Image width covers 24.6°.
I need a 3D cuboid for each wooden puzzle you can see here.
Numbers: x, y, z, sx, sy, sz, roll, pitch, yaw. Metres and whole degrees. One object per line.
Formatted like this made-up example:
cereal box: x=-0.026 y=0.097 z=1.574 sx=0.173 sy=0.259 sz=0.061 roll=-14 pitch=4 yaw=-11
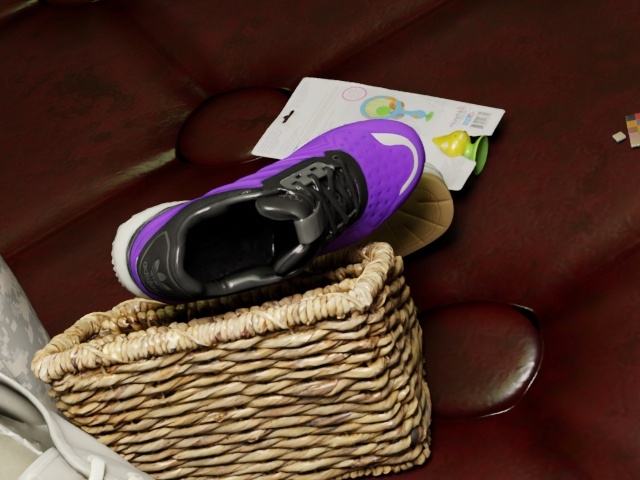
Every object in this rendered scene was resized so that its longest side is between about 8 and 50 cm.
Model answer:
wooden puzzle: x=0.338 y=-0.115 z=1.487 sx=0.083 sy=0.006 sz=0.049 roll=-12 pitch=41 yaw=12

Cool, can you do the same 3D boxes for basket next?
basket: x=-0.069 y=0.081 z=1.290 sx=0.299 sy=0.223 sz=0.213 roll=-13 pitch=41 yaw=12

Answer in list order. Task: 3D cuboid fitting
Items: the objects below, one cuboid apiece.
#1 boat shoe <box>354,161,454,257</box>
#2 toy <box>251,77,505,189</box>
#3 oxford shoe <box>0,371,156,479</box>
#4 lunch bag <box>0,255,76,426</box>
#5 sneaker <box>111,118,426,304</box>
boat shoe: x=0.000 y=0.000 z=1.457 sx=0.277 sy=0.098 sz=0.096 roll=-22 pitch=22 yaw=8
toy: x=0.064 y=-0.100 z=1.560 sx=0.237 sy=0.056 sz=0.137 roll=9 pitch=45 yaw=26
oxford shoe: x=-0.158 y=0.232 z=1.094 sx=0.449 sy=0.130 sz=0.169 roll=30 pitch=46 yaw=12
lunch bag: x=-0.347 y=0.116 z=1.322 sx=0.212 sy=0.305 sz=0.256 roll=-42 pitch=38 yaw=-24
sneaker: x=-0.019 y=-0.019 z=1.226 sx=0.293 sy=0.102 sz=0.146 roll=-26 pitch=11 yaw=-20
